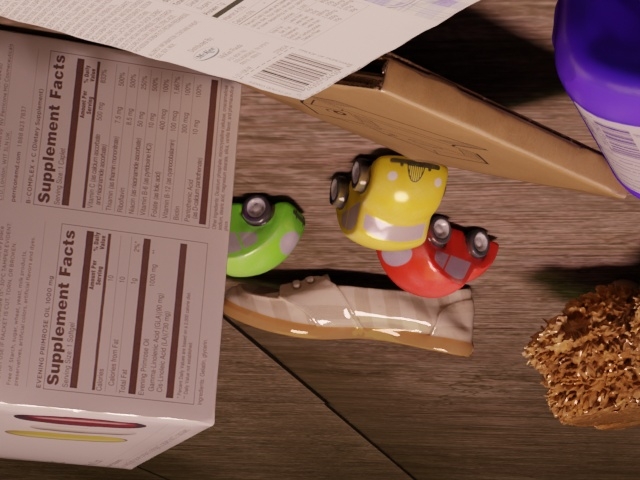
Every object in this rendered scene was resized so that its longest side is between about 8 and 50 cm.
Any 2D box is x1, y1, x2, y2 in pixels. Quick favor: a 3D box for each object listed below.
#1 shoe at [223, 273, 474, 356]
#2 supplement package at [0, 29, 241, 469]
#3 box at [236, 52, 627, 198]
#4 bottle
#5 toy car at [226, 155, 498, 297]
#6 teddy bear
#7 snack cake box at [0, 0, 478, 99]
[{"bbox_3d":[0.025,0.055,1.317,0.219,0.058,0.076,8,-176,-4],"label":"shoe"},{"bbox_3d":[-0.152,0.022,0.930,0.145,0.204,0.262,8,165,-14],"label":"supplement package"},{"bbox_3d":[0.043,-0.067,0.818,0.201,0.021,0.164,18,178,-43],"label":"box"},{"bbox_3d":[0.196,-0.062,0.758,0.118,0.092,0.283,3,166,22],"label":"bottle"},{"bbox_3d":[0.000,0.000,1.103,0.225,0.053,0.239,-1,164,16],"label":"toy car"},{"bbox_3d":[0.325,0.057,1.185,0.245,0.113,0.338,7,158,-31],"label":"teddy bear"},{"bbox_3d":[-0.002,-0.140,0.524,0.152,0.089,0.264,14,161,-28],"label":"snack cake box"}]
